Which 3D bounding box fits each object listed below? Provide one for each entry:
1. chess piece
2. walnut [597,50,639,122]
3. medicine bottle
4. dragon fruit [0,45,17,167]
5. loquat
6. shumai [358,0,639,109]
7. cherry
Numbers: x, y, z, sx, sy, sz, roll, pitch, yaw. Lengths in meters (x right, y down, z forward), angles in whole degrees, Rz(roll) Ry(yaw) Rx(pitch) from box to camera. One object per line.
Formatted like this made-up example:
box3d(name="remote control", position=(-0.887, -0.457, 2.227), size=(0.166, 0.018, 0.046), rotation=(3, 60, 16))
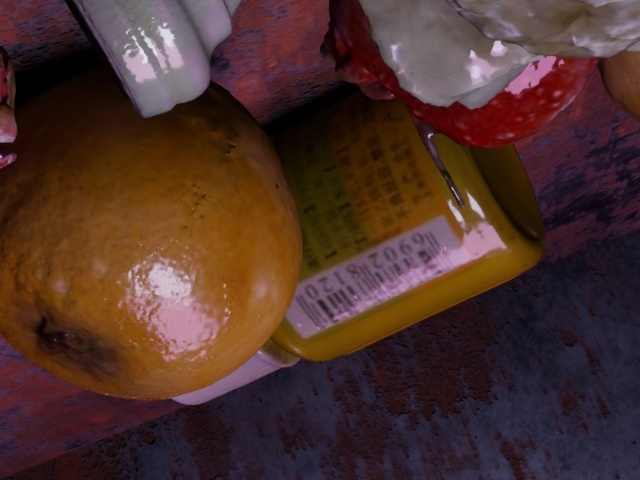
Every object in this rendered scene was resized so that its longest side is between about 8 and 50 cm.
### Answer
box3d(name="chess piece", position=(-0.026, -0.197, 0.937), size=(0.271, 0.139, 0.139), rotation=(-33, 168, -6))
box3d(name="walnut", position=(0.343, -0.188, 1.161), size=(0.306, 0.306, 0.344), rotation=(-28, 173, 26))
box3d(name="medicine bottle", position=(0.000, 0.000, 1.504), size=(0.384, 0.224, 0.224), rotation=(-27, 166, 20))
box3d(name="dragon fruit", position=(-0.266, -0.083, 0.909), size=(0.211, 0.147, 0.282), rotation=(-25, 165, 13))
box3d(name="loquat", position=(-0.143, -0.003, 1.188), size=(0.263, 0.263, 0.263), rotation=(-20, 167, -5))
box3d(name="shumai", position=(0.175, -0.185, 0.818), size=(0.330, 0.292, 0.288), rotation=(-14, 147, -2))
box3d(name="cherry", position=(0.115, -0.172, 1.075), size=(0.175, 0.192, 0.250), rotation=(-33, 169, -42))
